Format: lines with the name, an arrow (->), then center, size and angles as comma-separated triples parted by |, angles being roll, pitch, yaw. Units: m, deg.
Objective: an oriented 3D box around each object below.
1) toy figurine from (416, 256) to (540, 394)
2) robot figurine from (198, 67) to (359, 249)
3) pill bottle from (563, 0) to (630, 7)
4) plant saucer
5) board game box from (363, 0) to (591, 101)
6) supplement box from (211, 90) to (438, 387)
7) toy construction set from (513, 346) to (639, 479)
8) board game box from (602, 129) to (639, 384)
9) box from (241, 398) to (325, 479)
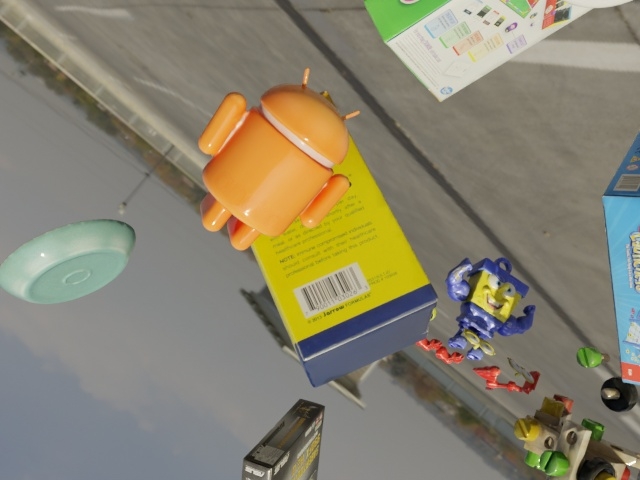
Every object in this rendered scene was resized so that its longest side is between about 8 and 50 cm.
toy figurine -> 0.285, 0.112, 1.322 | 0.363, 0.217, 0.191 | 34, 159, -4
robot figurine -> -0.052, -0.093, 0.814 | 0.158, 0.219, 0.128 | 43, -169, 14
pill bottle -> 0.225, -0.303, 0.576 | 0.124, 0.124, 0.221 | 42, -145, -32
plant saucer -> -0.212, 0.024, 0.586 | 0.021, 0.119, 0.119 | 60, -176, 19
board game box -> 0.240, -0.312, 0.839 | 0.242, 0.317, 0.064 | 15, -131, -65
supplement box -> 0.000, 0.000, 0.997 | 0.194, 0.195, 0.356 | 80, 165, -68
toy construction set -> 0.376, 0.361, 1.090 | 0.237, 0.308, 0.257 | 10, -148, -35
board game box -> 0.483, -0.010, 0.925 | 0.086, 0.308, 0.301 | 6, 128, 38
box -> -0.067, 0.416, 1.215 | 0.056, 0.182, 0.231 | 11, -163, 21
